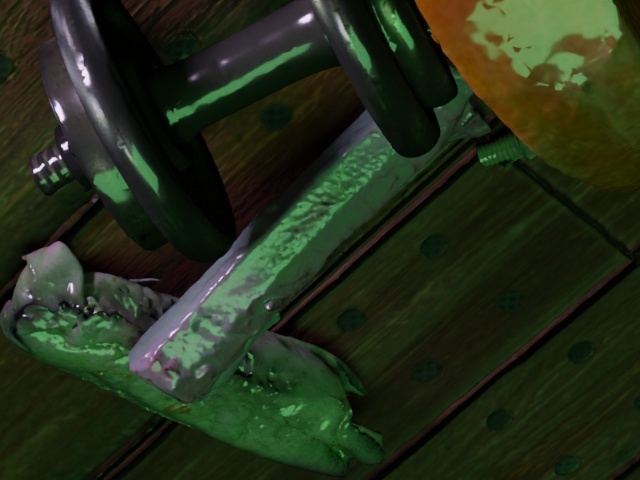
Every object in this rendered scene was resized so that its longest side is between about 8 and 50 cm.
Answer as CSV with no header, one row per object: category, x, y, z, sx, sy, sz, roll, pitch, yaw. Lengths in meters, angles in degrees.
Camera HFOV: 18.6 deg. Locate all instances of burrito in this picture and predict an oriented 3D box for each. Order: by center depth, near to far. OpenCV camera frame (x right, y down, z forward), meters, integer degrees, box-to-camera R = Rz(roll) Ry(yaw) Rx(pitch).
burrito,-0.080,0.090,1.355,0.309,0.066,0.096,26,118,-27

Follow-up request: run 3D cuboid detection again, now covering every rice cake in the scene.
rice cake,-0.003,-0.001,1.273,0.290,0.051,0.081,-44,124,2

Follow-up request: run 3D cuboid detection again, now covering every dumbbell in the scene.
dumbbell,-0.042,-0.104,1.136,0.290,0.192,0.192,-27,129,8

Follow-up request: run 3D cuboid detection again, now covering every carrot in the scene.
carrot,0.133,-0.163,1.097,0.100,0.258,0.307,-22,120,26

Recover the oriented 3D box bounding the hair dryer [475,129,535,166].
hair dryer,0.216,-0.140,1.261,0.225,0.088,0.219,2,121,4
